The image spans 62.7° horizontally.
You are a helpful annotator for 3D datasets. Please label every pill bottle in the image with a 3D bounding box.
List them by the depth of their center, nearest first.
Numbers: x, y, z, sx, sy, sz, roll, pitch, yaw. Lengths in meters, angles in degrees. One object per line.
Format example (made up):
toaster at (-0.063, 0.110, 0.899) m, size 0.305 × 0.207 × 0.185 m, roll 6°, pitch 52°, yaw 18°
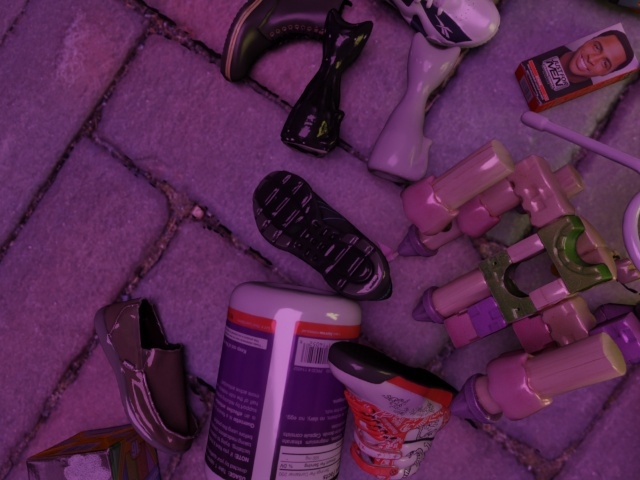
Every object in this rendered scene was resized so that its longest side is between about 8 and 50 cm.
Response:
pill bottle at (-0.053, 0.224, 0.705) m, size 0.181 × 0.181 × 0.323 m, roll 9°, pitch 88°, yaw 9°

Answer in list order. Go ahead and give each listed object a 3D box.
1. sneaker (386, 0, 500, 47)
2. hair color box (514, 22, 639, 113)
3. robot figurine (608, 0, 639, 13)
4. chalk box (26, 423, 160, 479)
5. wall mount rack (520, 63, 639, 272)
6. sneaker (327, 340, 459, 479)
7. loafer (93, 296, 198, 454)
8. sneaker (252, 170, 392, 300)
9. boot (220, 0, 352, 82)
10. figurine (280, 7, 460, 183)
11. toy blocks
sneaker at (0.135, -0.356, 0.710) m, size 0.235 × 0.153 × 0.094 m, roll 46°, pitch 106°, yaw 14°
hair color box at (0.357, -0.239, 0.737) m, size 0.141 × 0.043 × 0.072 m, roll -21°, pitch 83°, yaw 6°
robot figurine at (0.397, -0.438, 0.721) m, size 0.291 × 0.085 × 0.211 m, roll 35°, pitch 91°, yaw 9°
chalk box at (-0.315, 0.394, 0.762) m, size 0.132 × 0.132 × 0.213 m, roll -10°, pitch 86°, yaw 7°
wall mount rack at (0.416, -0.081, 0.592) m, size 0.349 × 0.130 × 0.304 m, roll -24°, pitch 79°, yaw -15°
sneaker at (0.075, 0.223, 0.653) m, size 0.090 × 0.270 × 0.145 m, roll 30°, pitch 89°, yaw 42°
loafer at (-0.247, 0.194, 0.780) m, size 0.087 × 0.094 × 0.251 m, roll -32°, pitch 82°, yaw 10°
sneaker at (0.000, 0.000, 0.756) m, size 0.101 × 0.106 × 0.267 m, roll -48°, pitch 60°, yaw 5°
boot at (-0.053, -0.311, 0.793) m, size 0.136 × 0.077 × 0.198 m, roll 27°, pitch 92°, yaw 4°
figurine at (0.075, -0.208, 0.751) m, size 0.214 × 0.092 × 0.210 m, roll 19°, pitch 92°, yaw 9°
toy blocks at (0.231, 0.067, 0.679) m, size 0.260 × 0.308 × 0.289 m, roll -37°, pitch 67°, yaw 38°
